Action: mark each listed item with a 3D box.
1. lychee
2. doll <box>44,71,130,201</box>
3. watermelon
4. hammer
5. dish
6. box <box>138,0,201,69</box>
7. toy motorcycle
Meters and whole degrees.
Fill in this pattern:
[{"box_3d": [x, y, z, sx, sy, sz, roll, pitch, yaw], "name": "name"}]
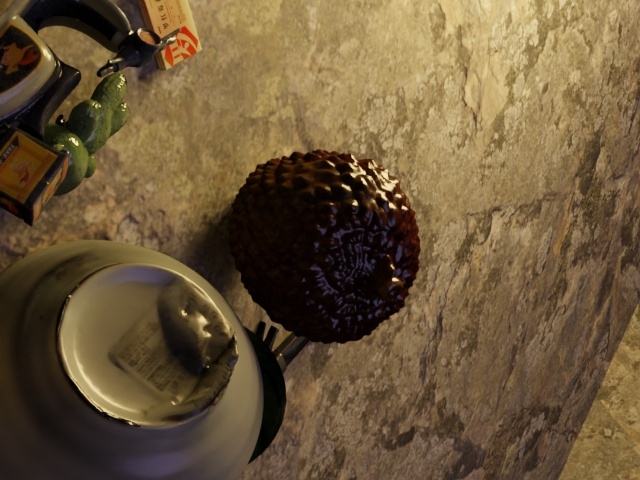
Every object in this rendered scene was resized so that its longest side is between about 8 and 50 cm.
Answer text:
[{"box_3d": [0.000, 0.000, 0.981, 0.236, 0.271, 0.235, -31, 136, -35], "name": "lychee"}, {"box_3d": [-0.246, -0.107, 0.804, 0.150, 0.077, 0.115, -56, 179, -37], "name": "doll"}, {"box_3d": [-0.132, 0.196, 0.963, 0.188, 0.188, 0.214, -38, 125, -37], "name": "watermelon"}, {"box_3d": [-0.004, 0.113, 1.219, 0.290, 0.037, 0.137, -46, 138, -30], "name": "hammer"}, {"box_3d": [-0.180, 0.115, 0.779, 0.316, 0.316, 0.106, -31, 168, -42], "name": "dish"}, {"box_3d": [-0.167, -0.242, 0.883, 0.058, 0.015, 0.093, -42, 133, -37], "name": "box"}, {"box_3d": [-0.244, -0.161, 0.713, 0.157, 0.091, 0.263, 33, 67, -11], "name": "toy motorcycle"}]
